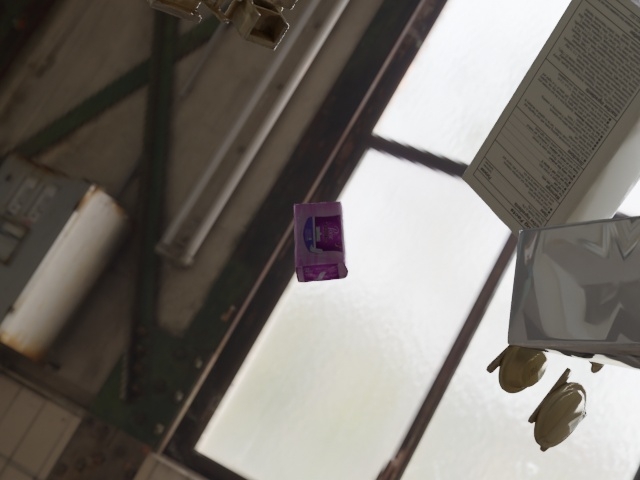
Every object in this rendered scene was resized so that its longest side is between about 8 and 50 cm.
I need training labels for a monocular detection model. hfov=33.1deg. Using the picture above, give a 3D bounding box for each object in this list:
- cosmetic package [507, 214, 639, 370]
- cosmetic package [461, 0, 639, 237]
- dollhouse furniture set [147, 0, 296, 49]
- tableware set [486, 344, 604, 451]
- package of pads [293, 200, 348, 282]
[{"bbox_3d":[0.354,0.050,0.700,0.285,0.097,0.377,11,-10,-29],"label":"cosmetic package"},{"bbox_3d":[0.319,-0.146,1.278,0.113,0.309,0.160,-6,47,-41],"label":"cosmetic package"},{"bbox_3d":[-0.077,-0.313,1.097,0.161,0.182,0.101,13,36,-38],"label":"dollhouse furniture set"},{"bbox_3d":[0.210,0.096,0.910,0.020,0.141,0.168,33,-14,46],"label":"tableware set"},{"bbox_3d":[0.000,0.000,1.040,0.050,0.083,0.032,-5,-39,2],"label":"package of pads"}]
